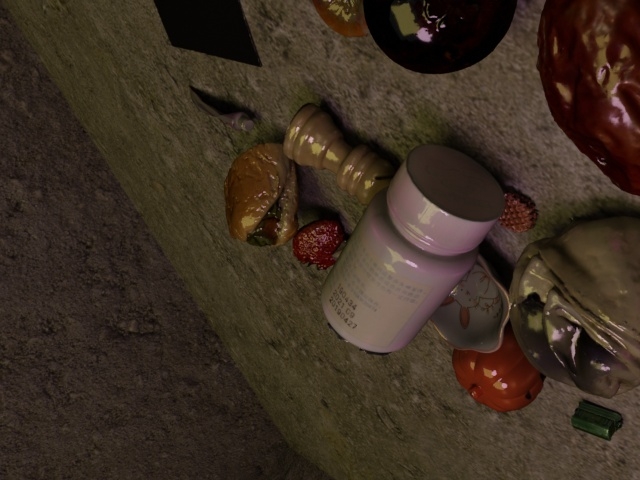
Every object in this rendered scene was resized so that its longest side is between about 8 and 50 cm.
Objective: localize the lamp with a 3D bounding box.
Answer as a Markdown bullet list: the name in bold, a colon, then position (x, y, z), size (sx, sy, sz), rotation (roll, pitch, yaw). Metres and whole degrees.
- **lamp**: position (0.360, 0.263, 1.323), size (0.188, 0.164, 0.187), rotation (40, 155, 23)

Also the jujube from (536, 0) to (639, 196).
- **jujube**: position (0.351, -0.181, 0.708), size (0.197, 0.197, 0.290), rotation (9, 140, 54)

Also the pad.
- **pad**: position (-0.283, -0.528, 1.454), size (0.368, 0.007, 0.247), rotation (25, 146, 42)

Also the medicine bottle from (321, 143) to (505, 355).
- **medicine bottle**: position (0.156, 0.027, 1.173), size (0.213, 0.213, 0.378), rotation (43, 135, 14)

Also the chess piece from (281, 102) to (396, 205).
- **chess piece**: position (0.072, -0.141, 1.309), size (0.307, 0.124, 0.138), rotation (38, 122, 15)

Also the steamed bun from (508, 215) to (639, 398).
- **steamed bun**: position (0.419, 0.123, 0.996), size (0.275, 0.206, 0.320), rotation (24, 149, 38)

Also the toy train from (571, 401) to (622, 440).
- **toy train**: position (0.546, 0.359, 1.280), size (0.093, 0.056, 0.038), rotation (12, 132, 48)

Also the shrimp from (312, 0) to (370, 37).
- **shrimp**: position (0.024, -0.439, 1.026), size (0.150, 0.068, 0.248), rotation (-2, 130, 44)

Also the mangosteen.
- **mangosteen**: position (0.154, -0.317, 0.843), size (0.210, 0.210, 0.209), rotation (37, 152, 24)

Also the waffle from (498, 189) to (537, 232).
- **waffle**: position (0.331, -0.049, 1.100), size (0.075, 0.029, 0.083), rotation (32, 147, 31)

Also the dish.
- **dish**: position (0.299, 0.106, 1.267), size (0.229, 0.081, 0.229), rotation (26, 125, 44)

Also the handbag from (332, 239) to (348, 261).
- **handbag**: position (0.122, 0.066, 1.529), size (0.117, 0.095, 0.173), rotation (47, 166, -35)

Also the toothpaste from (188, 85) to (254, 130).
- **toothpaste**: position (-0.258, -0.328, 1.639), size (0.301, 0.048, 0.075), rotation (32, 178, 45)

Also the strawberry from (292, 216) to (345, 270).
- **strawberry**: position (-0.004, -0.002, 1.602), size (0.131, 0.131, 0.148), rotation (30, 127, 35)

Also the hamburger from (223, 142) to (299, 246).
- **hamburger**: position (-0.143, -0.077, 1.575), size (0.330, 0.162, 0.208), rotation (126, 142, -57)
